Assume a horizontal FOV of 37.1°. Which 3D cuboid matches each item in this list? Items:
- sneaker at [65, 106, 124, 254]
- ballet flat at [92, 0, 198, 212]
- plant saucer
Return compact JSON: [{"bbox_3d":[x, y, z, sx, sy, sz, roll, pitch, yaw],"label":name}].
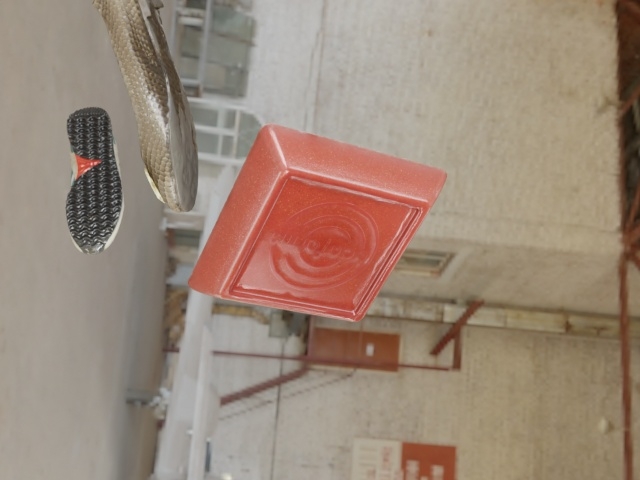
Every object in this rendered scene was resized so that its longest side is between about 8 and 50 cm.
[{"bbox_3d":[-0.224,-0.051,0.962,0.075,0.057,0.161,90,-9,-64],"label":"sneaker"},{"bbox_3d":[-0.164,-0.145,0.888,0.084,0.058,0.250,-72,152,-70],"label":"ballet flat"},{"bbox_3d":[0.000,0.000,1.178,0.259,0.258,0.048,-60,-149,31],"label":"plant saucer"}]
